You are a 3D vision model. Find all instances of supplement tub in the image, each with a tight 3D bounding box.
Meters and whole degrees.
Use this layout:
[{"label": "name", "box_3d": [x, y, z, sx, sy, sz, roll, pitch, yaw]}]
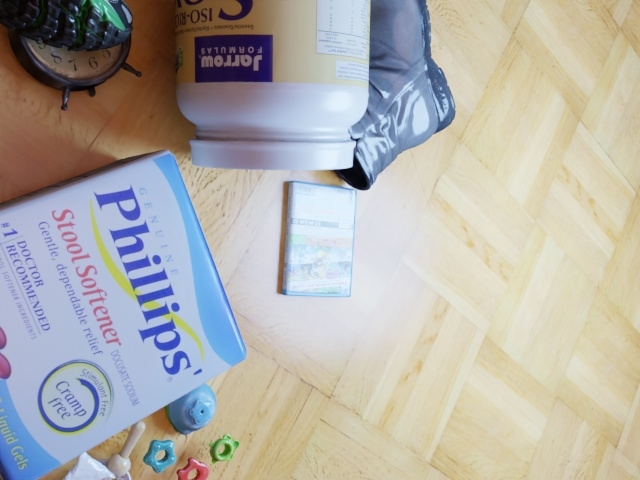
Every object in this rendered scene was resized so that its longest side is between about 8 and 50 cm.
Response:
[{"label": "supplement tub", "box_3d": [-0.058, -0.258, 0.852, 0.240, 0.241, 0.332, -6, 101, -35]}]

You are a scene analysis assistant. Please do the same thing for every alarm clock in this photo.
[{"label": "alarm clock", "box_3d": [-0.298, -0.257, 0.803, 0.129, 0.064, 0.192, -34, 111, -30]}]

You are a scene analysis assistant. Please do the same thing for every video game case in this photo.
[{"label": "video game case", "box_3d": [0.000, 0.000, 1.043, 0.119, 0.015, 0.167, 5, 87, -36]}]

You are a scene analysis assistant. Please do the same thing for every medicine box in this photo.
[{"label": "medicine box", "box_3d": [-0.270, 0.071, 0.775, 0.289, 0.149, 0.264, -27, 105, -31]}]

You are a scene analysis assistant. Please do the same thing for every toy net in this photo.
[{"label": "toy net", "box_3d": [-0.219, 0.276, 0.878, 0.232, 0.045, 0.122, -27, 107, -30]}]

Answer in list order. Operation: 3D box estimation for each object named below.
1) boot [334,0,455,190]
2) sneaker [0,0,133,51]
[{"label": "boot", "box_3d": [0.062, -0.262, 1.025, 0.222, 0.118, 0.338, -36, 107, -27]}, {"label": "sneaker", "box_3d": [-0.313, -0.331, 0.682, 0.343, 0.134, 0.146, 45, 57, -28]}]
